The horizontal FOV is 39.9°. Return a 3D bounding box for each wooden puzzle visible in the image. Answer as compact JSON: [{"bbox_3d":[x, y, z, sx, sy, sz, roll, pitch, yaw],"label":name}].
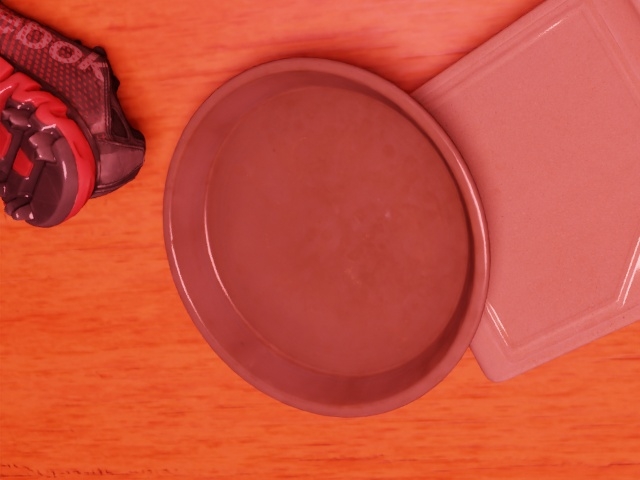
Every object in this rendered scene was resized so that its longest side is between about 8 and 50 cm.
[{"bbox_3d":[0.163,-0.040,0.622,0.239,0.044,0.220,-33,80,35],"label":"wooden puzzle"}]

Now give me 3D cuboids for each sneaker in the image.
[{"bbox_3d":[-0.237,-0.127,0.681,0.276,0.135,0.097,46,124,16],"label":"sneaker"}]

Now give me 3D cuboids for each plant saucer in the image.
[{"bbox_3d":[0.000,0.000,0.675,0.278,0.041,0.277,8,107,28],"label":"plant saucer"}]
